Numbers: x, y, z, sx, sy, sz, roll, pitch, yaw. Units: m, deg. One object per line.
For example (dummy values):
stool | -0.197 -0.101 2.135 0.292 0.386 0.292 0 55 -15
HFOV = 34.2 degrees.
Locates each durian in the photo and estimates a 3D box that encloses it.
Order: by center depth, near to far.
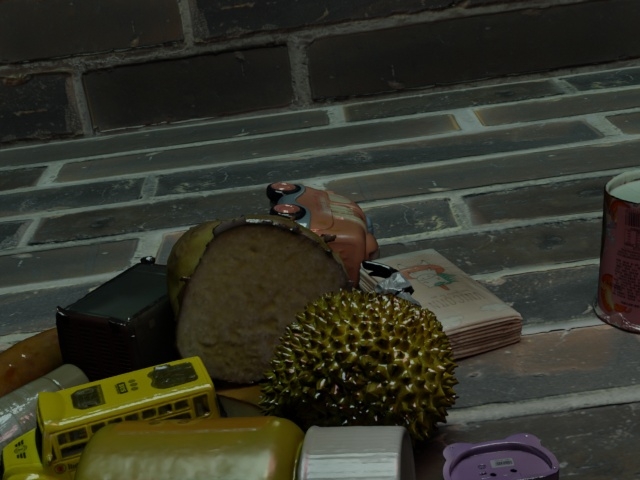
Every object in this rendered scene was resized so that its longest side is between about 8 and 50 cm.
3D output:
durian | 0.049 0.201 1.500 0.292 0.258 0.258 -2 21 28

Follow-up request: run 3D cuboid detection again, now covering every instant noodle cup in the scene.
instant noodle cup | 0.590 0.010 1.802 0.242 0.231 0.243 -7 21 3

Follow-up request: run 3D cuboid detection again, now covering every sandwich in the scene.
sandwich | -0.068 0.232 1.695 0.162 0.058 0.193 11 29 40

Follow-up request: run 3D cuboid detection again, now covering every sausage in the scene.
sausage | -0.517 0.236 1.787 0.108 0.109 0.270 5 25 30

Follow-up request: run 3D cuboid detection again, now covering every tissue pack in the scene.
tissue pack | 0.209 0.109 1.884 0.170 0.071 0.325 -9 22 -19

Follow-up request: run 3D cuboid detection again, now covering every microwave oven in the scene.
microwave oven | -0.318 0.156 1.813 0.188 0.178 0.247 9 26 31

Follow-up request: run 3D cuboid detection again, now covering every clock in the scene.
clock | 0.238 0.315 1.394 0.152 0.050 0.110 -8 22 -2

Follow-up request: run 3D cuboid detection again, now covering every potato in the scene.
potato | -0.105 0.063 1.714 0.288 0.301 0.237 29 14 -9

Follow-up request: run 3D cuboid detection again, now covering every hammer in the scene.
hammer | -0.038 0.161 1.774 0.426 0.044 0.152 -25 45 -7

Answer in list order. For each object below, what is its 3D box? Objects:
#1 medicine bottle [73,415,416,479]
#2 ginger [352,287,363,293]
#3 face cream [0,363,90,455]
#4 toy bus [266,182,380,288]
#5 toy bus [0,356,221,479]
medicine bottle | -0.083 0.323 1.246 0.384 0.225 0.224 -5 22 10
ginger | -0.007 0.127 1.919 0.137 0.074 0.213 22 36 21
face cream | -0.504 0.303 1.622 0.137 0.084 0.341 44 41 11
toy bus | 0.000 0.000 2.094 0.232 0.194 0.288 0 21 -3
toy bus | -0.311 0.283 1.522 0.330 0.152 0.144 -13 23 -15
